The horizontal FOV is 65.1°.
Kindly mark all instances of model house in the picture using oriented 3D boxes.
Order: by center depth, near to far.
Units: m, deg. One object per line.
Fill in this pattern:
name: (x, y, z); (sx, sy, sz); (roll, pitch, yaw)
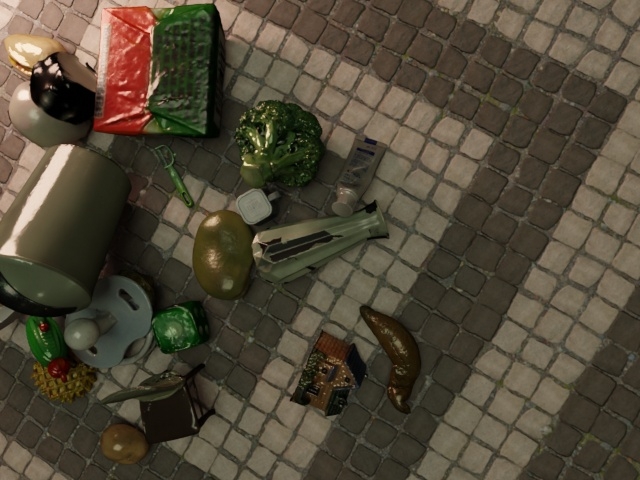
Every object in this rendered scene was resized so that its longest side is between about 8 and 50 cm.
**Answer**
model house: (0.035, 0.373, 1.353); (0.172, 0.166, 0.183); (24, 104, 4)

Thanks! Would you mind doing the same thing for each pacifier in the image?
pacifier: (-0.610, 0.250, 1.397); (0.244, 0.233, 0.299); (45, 102, 7)

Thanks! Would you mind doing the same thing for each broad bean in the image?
broad bean: (-0.276, 0.044, 1.432); (0.189, 0.121, 0.263); (-6, 73, 13)

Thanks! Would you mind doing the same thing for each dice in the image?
dice: (-0.396, 0.246, 1.432); (0.130, 0.120, 0.128); (-17, 85, 5)

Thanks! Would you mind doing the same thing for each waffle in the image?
waffle: (-0.771, 0.386, 1.507); (0.193, 0.070, 0.197); (8, 90, 8)

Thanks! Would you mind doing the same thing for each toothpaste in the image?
toothpaste: (0.100, -0.181, 1.355); (0.096, 0.061, 0.266); (20, 59, 7)

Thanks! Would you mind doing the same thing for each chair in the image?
chair: (-0.414, 0.441, 1.330); (0.160, 0.319, 0.186); (-13, 87, 8)

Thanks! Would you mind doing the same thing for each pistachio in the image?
pistachio: (-0.851, -0.554, 1.517); (0.200, 0.117, 0.145); (26, 55, 15)

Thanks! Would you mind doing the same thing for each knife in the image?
knife: (-0.426, -0.195, 1.496); (0.054, 0.015, 0.212); (-28, 85, -1)

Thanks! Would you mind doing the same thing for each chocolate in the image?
chocolate: (-0.444, -0.466, 1.429); (0.341, 0.161, 0.360); (3, 89, 8)

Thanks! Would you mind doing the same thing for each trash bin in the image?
trash bin: (-0.691, -0.013, 1.320); (0.280, 0.280, 0.432); (4, 57, 8)

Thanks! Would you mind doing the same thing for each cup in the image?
cup: (-0.161, -0.101, 1.401); (0.128, 0.129, 0.095); (-28, 92, 3)

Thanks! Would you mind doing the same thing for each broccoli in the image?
broccoli: (-0.119, -0.238, 1.341); (0.270, 0.270, 0.270); (24, 49, 8)

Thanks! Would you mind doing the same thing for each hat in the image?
hat: (-0.520, 0.126, 1.484); (0.146, 0.067, 0.146); (19, 131, 23)

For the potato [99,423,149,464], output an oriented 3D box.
potato: (-0.574, 0.593, 1.461); (0.147, 0.112, 0.112); (15, 91, 1)

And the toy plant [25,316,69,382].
toy plant: (-0.764, 0.306, 1.414); (0.088, 0.154, 0.240); (-20, 73, -37)

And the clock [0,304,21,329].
clock: (-0.928, 0.105, 1.490); (0.309, 0.166, 0.235); (-41, 84, -2)

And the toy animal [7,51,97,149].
toy animal: (-0.759, -0.399, 1.456); (0.266, 0.212, 0.213); (-37, 84, 22)

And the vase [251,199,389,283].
vase: (0.000, 0.000, 1.367); (0.360, 0.165, 0.165); (-19, 87, 4)

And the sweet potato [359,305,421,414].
sweet potato: (0.208, 0.310, 1.358); (0.124, 0.098, 0.310); (-21, 83, 14)
